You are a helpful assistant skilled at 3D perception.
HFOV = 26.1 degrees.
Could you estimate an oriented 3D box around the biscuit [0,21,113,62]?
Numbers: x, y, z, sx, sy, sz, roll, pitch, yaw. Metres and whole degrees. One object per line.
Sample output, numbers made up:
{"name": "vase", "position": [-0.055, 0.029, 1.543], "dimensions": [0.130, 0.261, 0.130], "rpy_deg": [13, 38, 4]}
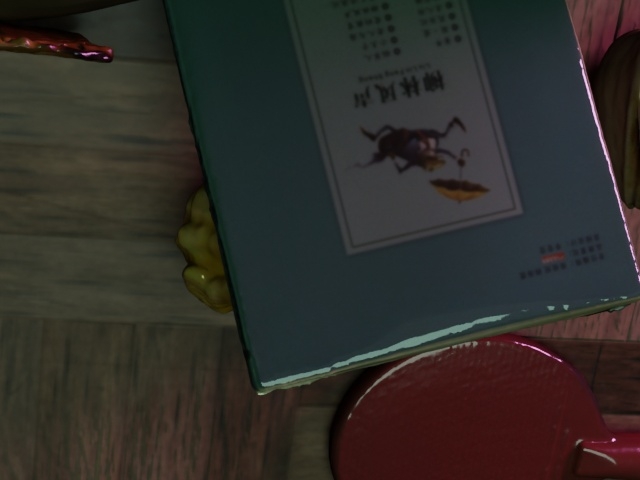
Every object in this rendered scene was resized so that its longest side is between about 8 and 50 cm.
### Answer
{"name": "biscuit", "position": [-0.248, -0.128, 0.808], "dimensions": [0.236, 0.232, 0.013], "rpy_deg": [5, 100, -15]}

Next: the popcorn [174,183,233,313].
{"name": "popcorn", "position": [0.007, -0.004, 0.964], "dimensions": [0.194, 0.163, 0.140], "rpy_deg": [9, 106, 20]}

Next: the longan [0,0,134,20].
{"name": "longan", "position": [-0.147, -0.280, 0.727], "dimensions": [0.360, 0.361, 0.361], "rpy_deg": [-4, 112, -11]}

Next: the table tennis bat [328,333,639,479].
{"name": "table tennis bat", "position": [0.159, 0.170, 1.122], "dimensions": [0.310, 0.038, 0.200], "rpy_deg": [5, 110, -14]}

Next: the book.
{"name": "book", "position": [0.040, -0.113, 0.889], "dimensions": [0.264, 0.031, 0.379], "rpy_deg": [-12, 84, -7]}

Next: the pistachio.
{"name": "pistachio", "position": [0.248, -0.087, 1.000], "dimensions": [0.113, 0.113, 0.149], "rpy_deg": [-8, 112, -9]}
